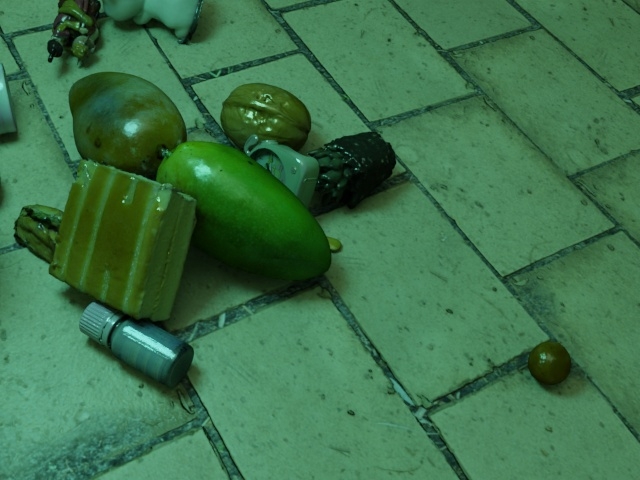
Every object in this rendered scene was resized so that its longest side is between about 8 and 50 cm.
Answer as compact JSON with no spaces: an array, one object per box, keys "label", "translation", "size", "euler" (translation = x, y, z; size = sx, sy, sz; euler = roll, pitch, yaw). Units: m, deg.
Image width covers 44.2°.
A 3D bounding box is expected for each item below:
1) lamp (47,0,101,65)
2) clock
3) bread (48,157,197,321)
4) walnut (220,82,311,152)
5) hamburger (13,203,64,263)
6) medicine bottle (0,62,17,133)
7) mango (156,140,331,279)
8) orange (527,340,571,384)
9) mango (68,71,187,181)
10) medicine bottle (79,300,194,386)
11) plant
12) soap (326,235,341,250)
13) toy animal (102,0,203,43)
[{"label":"lamp","translation":[-0.590,-0.502,1.895],"size":[0.118,0.118,0.253],"euler":[-2,45,-9]},{"label":"clock","translation":[-0.097,-0.134,1.636],"size":[0.191,0.151,0.062],"euler":[35,28,32]},{"label":"bread","translation":[-0.356,-0.009,1.415],"size":[0.239,0.246,0.111],"euler":[21,7,27]},{"label":"walnut","translation":[-0.122,-0.264,1.736],"size":[0.207,0.159,0.159],"euler":[22,51,4]},{"label":"hamburger","translation":[-0.515,-0.026,1.519],"size":[0.176,0.102,0.087],"euler":[34,42,20]},{"label":"medicine bottle","translation":[-0.789,-0.285,1.666],"size":[0.254,0.152,0.152],"euler":[-11,53,-16]},{"label":"mango","translation":[-0.145,-0.045,1.513],"size":[0.382,0.225,0.201],"euler":[33,56,-5]},{"label":"orange","translation":[0.421,0.224,1.443],"size":[0.085,0.085,0.085],"euler":[4,50,-4]},{"label":"mango","translation":[-0.413,-0.240,1.644],"size":[0.221,0.199,0.384],"euler":[-44,49,-11]},{"label":"medicine bottle","translation":[-0.326,0.176,1.383],"size":[0.203,0.083,0.083],"euler":[27,52,14]},{"label":"plant","translation":[0.058,-0.149,1.676],"size":[0.195,0.132,0.129],"euler":[-26,54,-29]},{"label":"soap","translation":[0.000,0.000,1.618],"size":[0.089,0.012,0.034],"euler":[19,51,9]},{"label":"toy animal","translation":[-0.443,-0.628,1.950],"size":[0.310,0.247,0.182],"euler":[19,76,-19]}]
